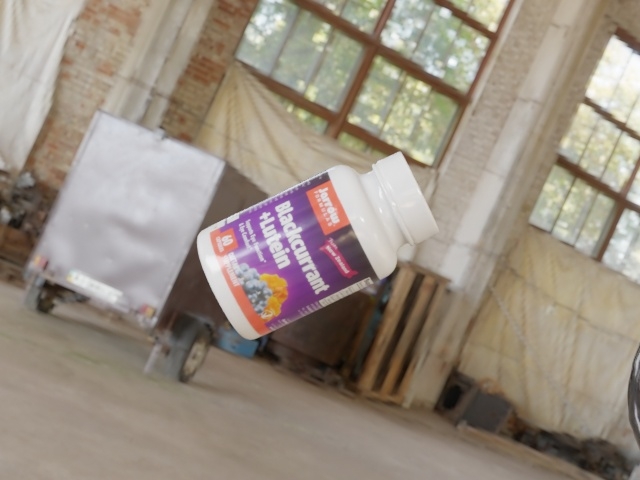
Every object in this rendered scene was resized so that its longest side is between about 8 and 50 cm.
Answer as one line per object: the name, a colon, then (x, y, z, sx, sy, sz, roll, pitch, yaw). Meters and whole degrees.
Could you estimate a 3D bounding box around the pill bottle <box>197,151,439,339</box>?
pill bottle: (0.000, 0.000, 0.903, 0.108, 0.194, 0.108, 63, 4, -9)

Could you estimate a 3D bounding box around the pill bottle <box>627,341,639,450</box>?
pill bottle: (0.229, 0.105, 0.521, 0.123, 0.122, 0.219, 24, -12, 30)
